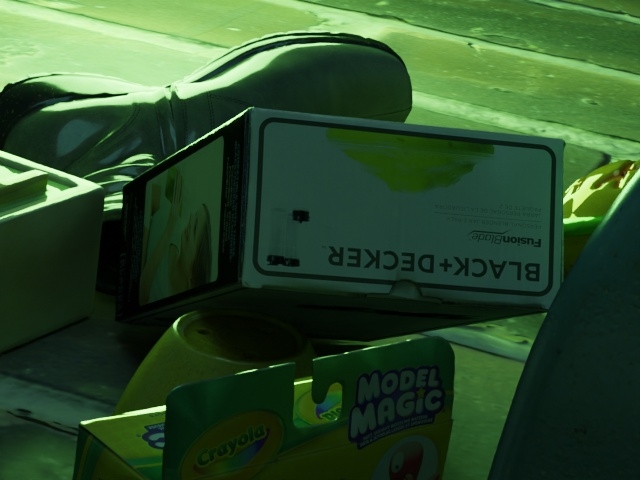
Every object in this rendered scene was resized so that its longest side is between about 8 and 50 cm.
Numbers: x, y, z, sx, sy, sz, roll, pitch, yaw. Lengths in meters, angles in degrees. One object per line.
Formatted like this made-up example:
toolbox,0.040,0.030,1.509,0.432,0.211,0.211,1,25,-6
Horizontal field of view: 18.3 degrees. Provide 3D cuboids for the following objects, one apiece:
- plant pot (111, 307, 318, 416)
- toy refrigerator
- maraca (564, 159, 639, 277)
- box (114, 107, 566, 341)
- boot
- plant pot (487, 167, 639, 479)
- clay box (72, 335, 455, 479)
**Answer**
plant pot,-0.045,0.090,0.988,0.134,0.095,0.134,8,21,-3
toy refrigerator,-0.243,0.019,1.103,0.102,0.094,0.269,19,22,27
maraca,0.203,-0.003,1.348,0.127,0.099,0.185,8,-8,-31
box,0.000,0.000,1.076,0.169,0.087,0.290,5,-7,-16
boot,-0.043,-0.041,1.355,0.338,0.118,0.222,-14,32,-26
plant pot,0.230,0.061,0.952,0.247,0.252,0.248,16,22,17
clay box,-0.028,0.133,0.693,0.127,0.222,0.053,-8,25,-39
